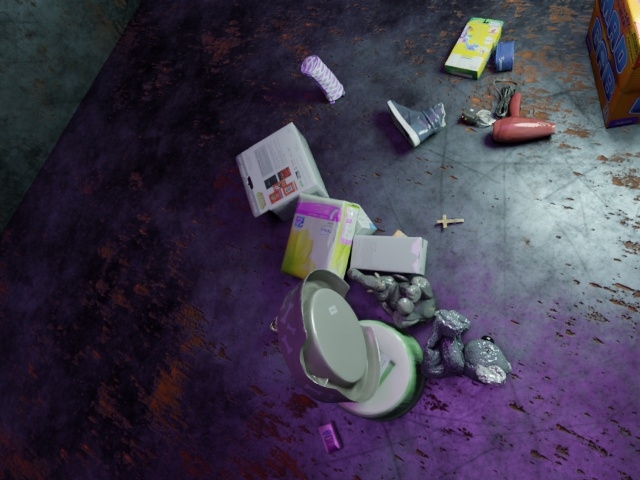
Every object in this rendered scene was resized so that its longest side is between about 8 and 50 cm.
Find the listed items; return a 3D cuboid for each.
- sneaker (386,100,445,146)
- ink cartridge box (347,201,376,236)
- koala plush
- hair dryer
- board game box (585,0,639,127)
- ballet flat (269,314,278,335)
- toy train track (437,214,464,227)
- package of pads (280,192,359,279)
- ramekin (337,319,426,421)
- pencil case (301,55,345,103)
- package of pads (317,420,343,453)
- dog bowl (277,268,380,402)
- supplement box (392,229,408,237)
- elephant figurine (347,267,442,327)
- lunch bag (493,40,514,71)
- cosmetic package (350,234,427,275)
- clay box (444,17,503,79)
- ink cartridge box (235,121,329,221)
[{"bbox_3d":[0.351,-0.456,1.510,0.164,0.086,0.226,-32,61,7],"label":"sneaker"},{"bbox_3d":[0.125,-0.071,1.457,0.052,0.089,0.122,-46,59,27],"label":"ink cartridge box"},{"bbox_3d":[0.411,0.324,1.159,0.221,0.196,0.203,22,92,27],"label":"koala plush"},{"bbox_3d":[0.639,-0.424,1.384,0.223,0.080,0.293,-44,62,2],"label":"hair dryer"},{"bbox_3d":[0.989,-0.581,1.141,0.357,0.356,0.355,-6,70,20],"label":"board game box"},{"bbox_3d":[-0.095,0.236,1.447,0.077,0.079,0.221,38,88,29],"label":"ballet flat"},{"bbox_3d":[0.427,-0.061,1.379,0.083,0.014,0.048,-3,63,15],"label":"toy train track"},{"bbox_3d":[0.000,0.000,1.427,0.229,0.101,0.296,16,93,41],"label":"package of pads"},{"bbox_3d":[0.153,0.382,1.254,0.304,0.148,0.303,-7,69,20],"label":"ramekin"},{"bbox_3d":[0.008,-0.631,1.650,0.086,0.206,0.088,20,83,40],"label":"pencil case"},{"bbox_3d":[0.030,0.605,1.291,0.050,0.032,0.083,-30,63,13],"label":"package of pads"},{"bbox_3d":[0.023,0.252,1.088,0.102,0.349,0.348,-28,63,25],"label":"dog bowl"},{"bbox_3d":[0.278,0.019,1.396,0.062,0.036,0.098,-49,62,1],"label":"supplement box"},{"bbox_3d":[0.229,0.163,1.309,0.169,0.185,0.239,-28,26,-26],"label":"elephant figurine"},{"bbox_3d":[0.642,-0.648,1.469,0.065,0.067,0.098,3,72,23],"label":"lunch bag"},{"bbox_3d":[0.219,0.047,1.351,0.231,0.085,0.117,4,83,28],"label":"cosmetic package"},{"bbox_3d":[0.563,-0.704,1.530,0.128,0.053,0.222,26,82,28],"label":"clay box"},{"bbox_3d":[-0.153,-0.248,1.615,0.272,0.130,0.309,-26,64,13],"label":"ink cartridge box"}]
